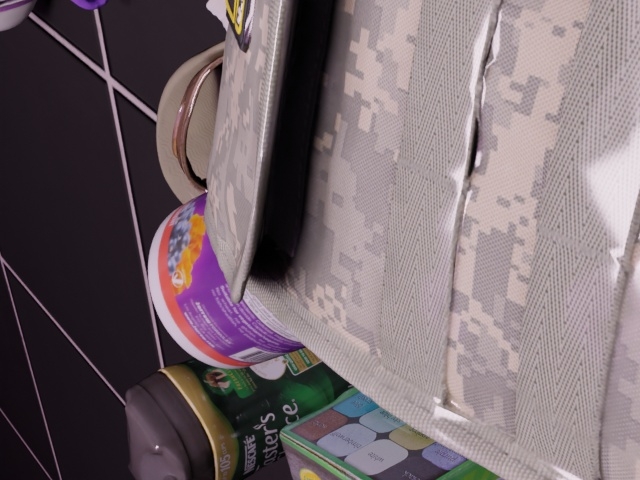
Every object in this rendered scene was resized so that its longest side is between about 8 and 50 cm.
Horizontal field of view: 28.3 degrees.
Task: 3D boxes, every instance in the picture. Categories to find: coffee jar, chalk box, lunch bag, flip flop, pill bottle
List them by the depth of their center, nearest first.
[{"bbox_3d":[0.066,-0.072,0.400,0.287,0.169,0.235,28,115,41],"label":"lunch bag"},{"bbox_3d":[0.000,0.000,0.713,0.193,0.108,0.108,-24,92,42],"label":"pill bottle"},{"bbox_3d":[0.073,0.148,0.730,0.132,0.132,0.213,20,129,57],"label":"chalk box"},{"bbox_3d":[-0.046,-0.068,0.794,0.112,0.080,0.277,47,153,-11],"label":"flip flop"},{"bbox_3d":[-0.042,0.105,0.844,0.079,0.184,0.096,49,151,30],"label":"coffee jar"}]

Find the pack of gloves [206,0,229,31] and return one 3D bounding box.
[{"bbox_3d":[-0.063,-0.206,0.766,0.195,0.046,0.232,60,154,7],"label":"pack of gloves"}]

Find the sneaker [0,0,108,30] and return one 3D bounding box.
[{"bbox_3d":[-0.235,-0.220,1.022,0.161,0.102,0.282,55,153,13],"label":"sneaker"}]
